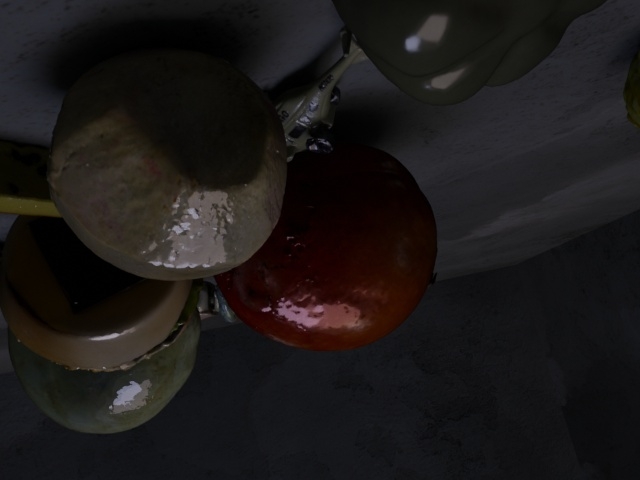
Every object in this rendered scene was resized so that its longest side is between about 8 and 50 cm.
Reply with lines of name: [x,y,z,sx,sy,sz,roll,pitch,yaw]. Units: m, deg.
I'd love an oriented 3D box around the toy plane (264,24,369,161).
toy plane: [-0.010,-0.178,0.882,0.108,0.092,0.286,19,156,-23]

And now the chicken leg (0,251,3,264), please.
chicken leg: [-0.569,0.046,1.255,0.107,0.087,0.251,-1,-176,32]

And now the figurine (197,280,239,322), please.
figurine: [-0.231,0.165,1.879,0.393,0.227,0.275,-8,143,13]

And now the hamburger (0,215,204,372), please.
hamburger: [-0.326,0.052,1.059,0.301,0.302,0.170,-11,157,-16]

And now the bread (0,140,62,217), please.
bread: [-0.377,-0.076,0.880,0.049,0.088,0.226,-25,165,30]

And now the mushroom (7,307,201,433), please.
mushroom: [-0.384,0.167,1.263,0.352,0.352,0.260,-17,-168,10]

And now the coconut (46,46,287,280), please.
coconut: [-0.164,-0.079,0.779,0.259,0.260,0.259,-14,168,-3]

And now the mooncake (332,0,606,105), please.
mooncake: [0.140,-0.227,0.580,0.274,0.135,0.275,-27,159,-11]

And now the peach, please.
peach: [0.000,0.000,1.108,0.369,0.370,0.370,-14,168,-3]

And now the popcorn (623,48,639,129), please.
popcorn: [0.564,-0.234,1.068,0.204,0.184,0.221,-36,146,28]
